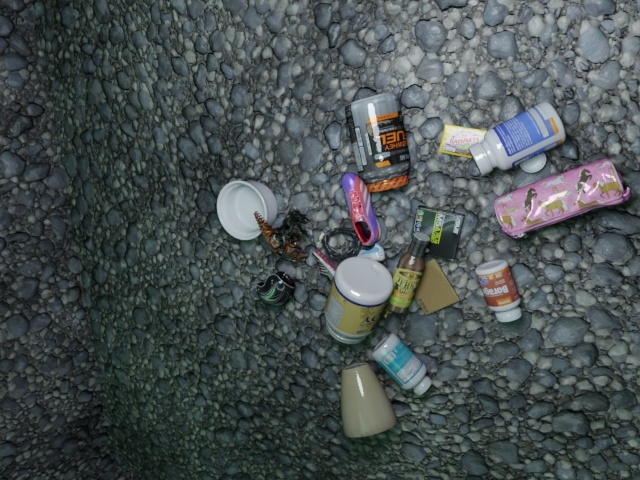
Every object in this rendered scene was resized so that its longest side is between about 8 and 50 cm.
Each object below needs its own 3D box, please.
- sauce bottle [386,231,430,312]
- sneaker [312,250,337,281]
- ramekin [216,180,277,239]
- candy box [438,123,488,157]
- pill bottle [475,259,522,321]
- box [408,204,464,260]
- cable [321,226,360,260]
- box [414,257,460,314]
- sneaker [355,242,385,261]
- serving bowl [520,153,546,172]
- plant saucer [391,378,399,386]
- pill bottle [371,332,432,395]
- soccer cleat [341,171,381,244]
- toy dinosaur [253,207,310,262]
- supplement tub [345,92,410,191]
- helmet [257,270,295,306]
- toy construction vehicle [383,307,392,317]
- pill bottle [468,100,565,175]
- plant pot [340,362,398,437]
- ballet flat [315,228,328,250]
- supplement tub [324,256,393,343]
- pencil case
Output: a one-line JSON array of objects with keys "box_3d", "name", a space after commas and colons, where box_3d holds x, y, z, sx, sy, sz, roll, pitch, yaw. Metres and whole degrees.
[{"box_3d": [0.354, 0.132, 1.667, 0.111, 0.111, 0.345, 22, 118, 19], "name": "sauce bottle"}, {"box_3d": [0.013, 0.122, 1.886, 0.170, 0.063, 0.075, 46, 112, 2], "name": "sneaker"}, {"box_3d": [-0.338, -0.150, 1.939, 0.277, 0.135, 0.277, 7, 107, 24], "name": "ramekin"}, {"box_3d": [0.550, -0.359, 1.512, 0.205, 0.027, 0.105, 16, 107, 21], "name": "candy box"}, {"box_3d": [0.678, 0.190, 1.552, 0.121, 0.121, 0.216, -20, 95, 29], "name": "pill bottle"}, {"box_3d": [0.460, -0.031, 1.639, 0.184, 0.045, 0.191, 16, 112, 24], "name": "box"}, {"box_3d": [0.091, 0.016, 1.804, 0.184, 0.047, 0.151, 3, 85, 24], "name": "cable"}, {"box_3d": [0.459, 0.194, 1.716, 0.164, 0.021, 0.201, -32, 89, 30], "name": "box"}, {"box_3d": [0.178, 0.081, 1.796, 0.237, 0.085, 0.086, -25, 62, 34], "name": "sneaker"}, {"box_3d": [0.742, -0.281, 1.440, 0.083, 0.027, 0.083, 7, 107, 23], "name": "serving bowl"}, {"box_3d": [0.366, 0.632, 1.889, 0.083, 0.015, 0.084, 8, 108, 24], "name": "plant saucer"}, {"box_3d": [0.358, 0.545, 1.794, 0.264, 0.146, 0.146, 46, 118, 7], "name": "pill bottle"}, {"box_3d": [0.162, -0.132, 1.712, 0.108, 0.116, 0.318, -18, 96, 28], "name": "soccer cleat"}, {"box_3d": [-0.163, -0.018, 1.841, 0.218, 0.322, 0.164, -37, 52, 23], "name": "toy dinosaur"}, {"box_3d": [0.224, -0.366, 1.565, 0.207, 0.207, 0.338, -9, 101, 27], "name": "supplement tub"}, {"box_3d": [-0.217, 0.238, 1.976, 0.169, 0.169, 0.161, 43, 102, 9], "name": "helmet"}, {"box_3d": [0.284, 0.288, 1.819, 0.085, 0.035, 0.098, 35, 116, 13], "name": "toy construction vehicle"}, {"box_3d": [0.649, -0.331, 1.380, 0.272, 0.152, 0.152, -26, 92, 20], "name": "pill bottle"}, {"box_3d": [0.193, 0.714, 1.888, 0.256, 0.256, 0.274, -21, 78, 29], "name": "plant pot"}, {"box_3d": [0.000, 0.000, 1.873, 0.041, 0.041, 0.114, 29, 115, 16], "name": "ballet flat"}, {"box_3d": [0.149, 0.257, 1.725, 0.241, 0.241, 0.331, 28, 134, 16], "name": "supplement tub"}, {"box_3d": [0.796, -0.136, 1.382, 0.386, 0.160, 0.167, -24, 93, 28], "name": "pencil case"}]
